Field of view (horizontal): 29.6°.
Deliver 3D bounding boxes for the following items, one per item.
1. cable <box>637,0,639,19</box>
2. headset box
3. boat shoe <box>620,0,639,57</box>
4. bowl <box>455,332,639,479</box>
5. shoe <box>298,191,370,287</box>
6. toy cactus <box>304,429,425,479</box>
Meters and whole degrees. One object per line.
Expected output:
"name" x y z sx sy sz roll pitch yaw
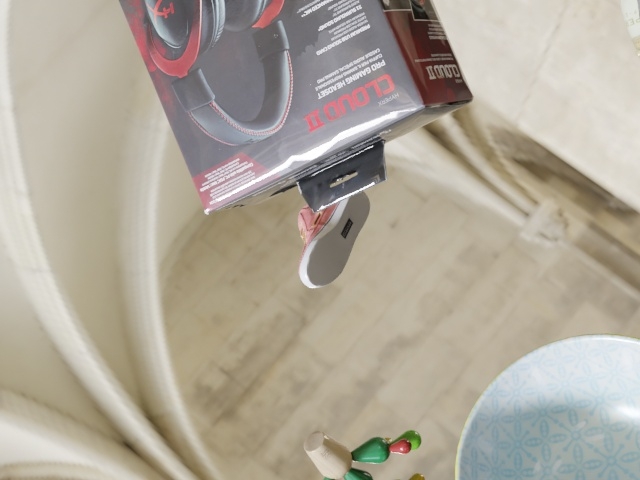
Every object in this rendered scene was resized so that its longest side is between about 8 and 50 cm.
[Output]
"cable" 0.263 -0.097 0.685 0.139 0.287 0.072 -26 -26 28
"headset box" -0.028 -0.171 0.974 0.218 0.293 0.110 -23 -3 30
"boat shoe" 0.372 -0.217 0.966 0.285 0.089 0.104 -15 2 -2
"bowl" 0.302 0.261 1.280 0.289 0.289 0.156 -50 -38 -11
"shoe" 0.000 0.000 1.700 0.081 0.063 0.178 -8 40 42
"toy cactus" 0.042 0.331 1.667 0.219 0.112 0.180 -38 -56 7
